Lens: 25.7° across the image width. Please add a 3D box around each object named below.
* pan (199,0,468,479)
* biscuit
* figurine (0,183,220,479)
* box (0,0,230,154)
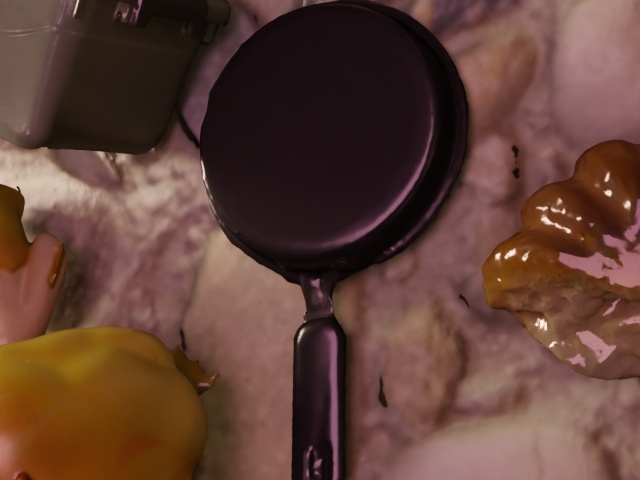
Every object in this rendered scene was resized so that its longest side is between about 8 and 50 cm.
[{"bbox_3d":[0.000,0.000,0.638,0.136,0.028,0.235,-3,80,26],"label":"pan"},{"bbox_3d":[0.153,0.008,0.546,0.183,0.061,0.118,15,87,28],"label":"biscuit"},{"bbox_3d":[-0.133,0.073,0.647,0.156,0.131,0.246,-35,56,1],"label":"figurine"},{"bbox_3d":[-0.145,-0.103,0.681,0.172,0.124,0.093,25,102,28],"label":"box"}]
